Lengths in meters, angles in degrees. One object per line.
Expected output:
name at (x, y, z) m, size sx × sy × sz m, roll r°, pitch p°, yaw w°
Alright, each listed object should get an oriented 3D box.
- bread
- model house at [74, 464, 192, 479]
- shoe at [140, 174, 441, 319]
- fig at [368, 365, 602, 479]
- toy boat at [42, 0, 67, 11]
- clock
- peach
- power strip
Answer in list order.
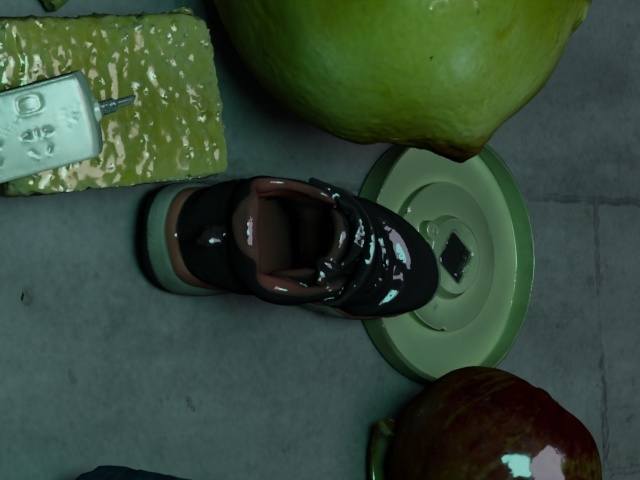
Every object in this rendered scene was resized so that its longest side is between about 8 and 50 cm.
bread at (-0.172, -0.102, 1.348) m, size 0.196 × 0.102 × 0.138 m, roll -9°, pitch 90°, yaw -39°
model house at (-0.103, 0.354, 1.254) m, size 0.343 × 0.335 × 0.382 m, roll 10°, pitch 84°, yaw -34°
shoe at (0.000, 0.000, 1.480) m, size 0.291 × 0.137 × 0.114 m, roll 7°, pitch 81°, yaw -41°
fig at (0.139, 0.209, 1.584) m, size 0.205 × 0.205 × 0.205 m, roll 5°, pitch 83°, yaw -45°
toy boat at (-0.188, -0.230, 1.404) m, size 0.115 × 0.016 × 0.063 m, roll -51°, pitch 120°, yaw -34°
clock at (0.116, 0.016, 1.675) m, size 0.235 × 0.029 × 0.235 m, roll 5°, pitch 83°, yaw -44°
peach at (0.058, -0.233, 1.448) m, size 0.281 × 0.314 × 0.315 m, roll -14°, pitch 117°, yaw -72°
power strip at (-0.244, -0.063, 1.238) m, size 0.253 × 0.027 × 0.060 m, roll -17°, pitch 102°, yaw -14°
